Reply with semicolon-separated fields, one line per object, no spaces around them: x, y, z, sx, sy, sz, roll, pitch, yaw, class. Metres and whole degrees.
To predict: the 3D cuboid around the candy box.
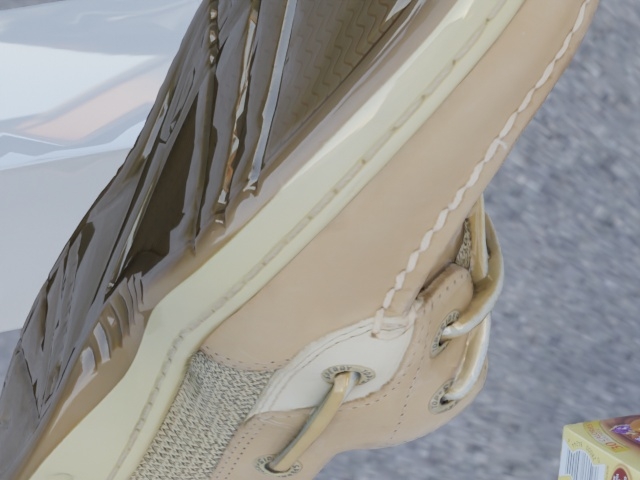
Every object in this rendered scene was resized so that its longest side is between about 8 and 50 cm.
0.266;0.178;1.335;0.186;0.109;0.053;28;119;59;candy box

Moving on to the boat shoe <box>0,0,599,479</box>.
0.000;0.000;0.553;0.341;0.110;0.122;132;152;-53;boat shoe

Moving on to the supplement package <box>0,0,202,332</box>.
-0.089;-0.041;0.848;0.179;0.105;0.105;-10;49;-13;supplement package
